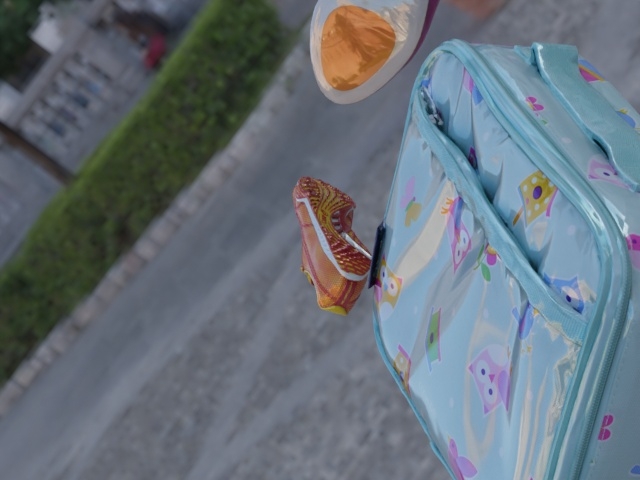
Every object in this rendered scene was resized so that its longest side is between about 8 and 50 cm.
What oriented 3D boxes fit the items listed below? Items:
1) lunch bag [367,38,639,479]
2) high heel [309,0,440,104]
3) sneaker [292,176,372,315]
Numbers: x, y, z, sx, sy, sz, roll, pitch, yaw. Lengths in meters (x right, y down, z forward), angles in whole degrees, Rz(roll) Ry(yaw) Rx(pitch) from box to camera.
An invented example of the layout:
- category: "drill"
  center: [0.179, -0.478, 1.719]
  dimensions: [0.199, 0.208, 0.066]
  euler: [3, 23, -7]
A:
- category: "lunch bag"
  center: [0.117, 0.019, 0.927]
  dimensions: [0.279, 0.107, 0.224]
  euler: [-120, 33, -54]
- category: "high heel"
  center: [0.065, -0.210, 1.209]
  dimensions: [0.117, 0.082, 0.244]
  euler: [-51, -15, -50]
- category: "sneaker"
  center: [0.000, 0.000, 1.514]
  dimensions: [0.175, 0.064, 0.067]
  euler: [-101, 34, -56]
